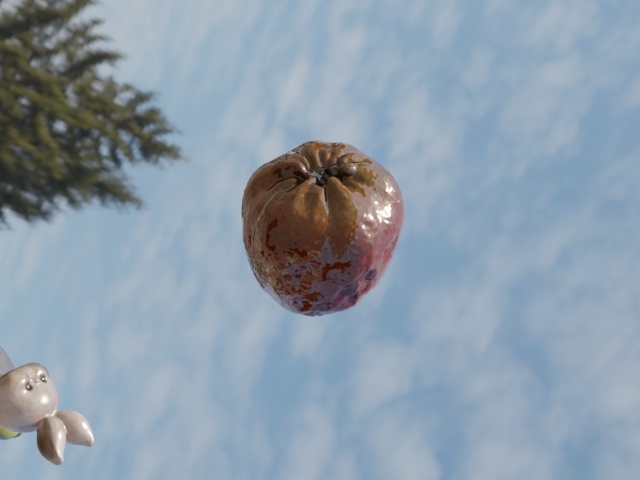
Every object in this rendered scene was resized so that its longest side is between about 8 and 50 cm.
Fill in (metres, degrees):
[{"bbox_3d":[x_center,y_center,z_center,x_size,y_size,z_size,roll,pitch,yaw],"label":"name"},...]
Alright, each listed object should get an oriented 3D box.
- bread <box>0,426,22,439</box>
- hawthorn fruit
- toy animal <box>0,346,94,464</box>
[{"bbox_3d":[-0.598,0.268,2.185,0.105,0.213,0.213,-54,-154,-2],"label":"bread"},{"bbox_3d":[0.000,-0.015,1.834,0.258,0.258,0.262,-136,-132,-63],"label":"hawthorn fruit"},{"bbox_3d":[-0.411,0.221,1.725,0.212,0.124,0.124,19,-99,20],"label":"toy animal"}]
